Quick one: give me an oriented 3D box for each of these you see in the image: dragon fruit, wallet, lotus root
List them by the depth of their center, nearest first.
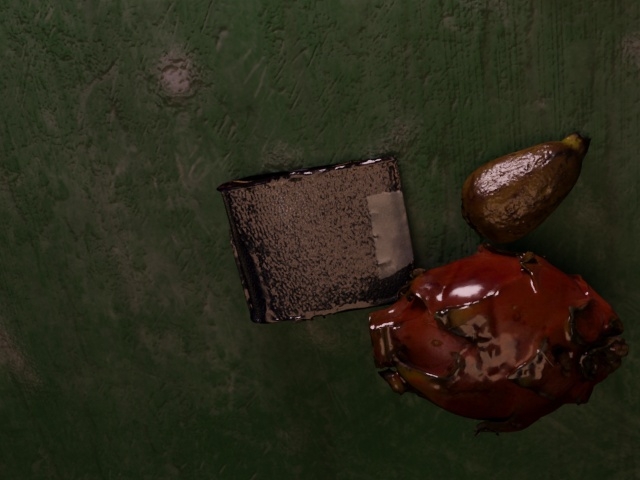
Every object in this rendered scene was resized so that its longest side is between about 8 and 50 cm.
[{"bbox_3d":[0.270,-0.075,1.061,0.190,0.094,0.108,-37,94,20],"label":"lotus root"},{"bbox_3d":[0.229,0.132,1.088,0.315,0.250,0.250,-25,106,7],"label":"dragon fruit"},{"bbox_3d":[0.000,0.000,1.174,0.262,0.071,0.221,-8,106,13],"label":"wallet"}]
